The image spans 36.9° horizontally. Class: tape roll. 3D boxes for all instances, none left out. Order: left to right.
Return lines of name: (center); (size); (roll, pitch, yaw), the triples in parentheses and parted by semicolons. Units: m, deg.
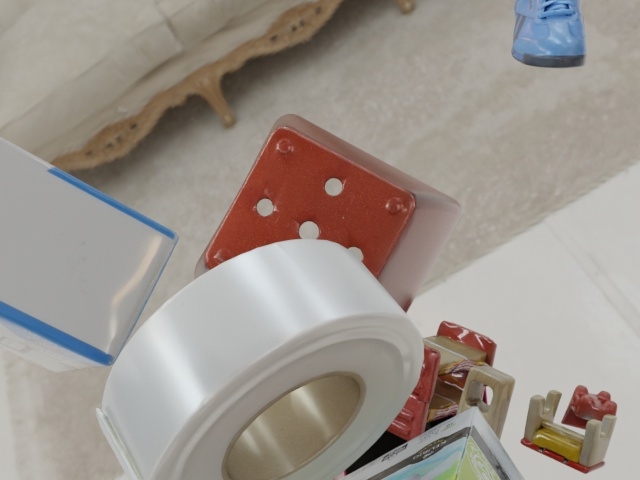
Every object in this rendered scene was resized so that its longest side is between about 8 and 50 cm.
tape roll: (-0.048, 0.137, 0.859); (0.286, 0.286, 0.100); (-37, 57, -4)

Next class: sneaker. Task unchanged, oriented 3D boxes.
sneaker: (0.228, -0.231, 0.958); (0.069, 0.082, 0.209); (4, 29, 6)

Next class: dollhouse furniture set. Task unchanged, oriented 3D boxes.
dollhouse furniture set: (0.264, 0.255, 1.430); (0.374, 0.201, 0.152); (21, 103, 37)

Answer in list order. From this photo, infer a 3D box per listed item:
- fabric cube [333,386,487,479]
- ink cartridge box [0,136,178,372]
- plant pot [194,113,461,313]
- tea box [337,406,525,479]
fabric cube: (0.144, 0.330, 1.704); (0.258, 0.258, 0.254); (-1, 71, -7)
ink cartridge box: (-0.189, 0.012, 0.574); (0.203, 0.148, 0.086); (-23, 41, 66)
plant pot: (0.000, 0.000, 1.156); (0.267, 0.236, 0.267); (29, 89, 7)
tea box: (0.068, 0.378, 0.983); (0.329, 0.220, 0.323); (-33, 0, 15)
